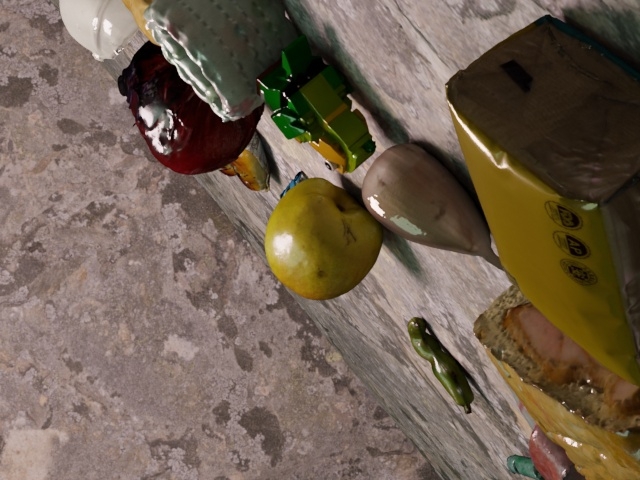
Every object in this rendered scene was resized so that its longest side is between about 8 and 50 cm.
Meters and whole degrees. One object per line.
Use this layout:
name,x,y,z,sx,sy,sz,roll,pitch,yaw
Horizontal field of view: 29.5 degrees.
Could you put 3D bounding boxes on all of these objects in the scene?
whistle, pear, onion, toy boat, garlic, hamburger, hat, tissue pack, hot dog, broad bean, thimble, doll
whistle,0.391,0.426,2.275,0.039,0.039,0.186,51,171,0
pear,0.000,0.000,2.013,0.200,0.200,0.200,49,171,11
onion,-0.222,-0.246,2.052,0.281,0.221,0.281,38,134,54
toy boat,0.335,0.272,1.838,0.206,0.096,0.282,39,-168,-47
garlic,0.147,-0.031,1.490,0.266,0.148,0.128,49,136,36
hamburger,0.306,0.156,1.220,0.209,0.162,0.330,52,169,-24
hat,-0.444,-0.494,2.264,0.301,0.168,0.258,54,170,-21
tissue pack,0.219,-0.026,0.990,0.192,0.134,0.271,44,168,41
hot dog,-0.167,-0.179,2.450,0.162,0.082,0.270,47,169,16
broad bean,0.227,0.232,2.263,0.213,0.048,0.070,55,172,-5
thimble,-0.125,-0.273,1.657,0.211,0.149,0.185,54,168,-22
doll,-0.001,-0.171,1.585,0.186,0.106,0.134,52,159,-10

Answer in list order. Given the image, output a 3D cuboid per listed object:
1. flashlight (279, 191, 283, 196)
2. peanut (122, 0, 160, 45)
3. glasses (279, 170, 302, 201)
flashlight,-0.036,-0.047,2.450,0.129,0.051,0.051,56,171,-2
peanut,-0.269,-0.399,1.968,0.263,0.101,0.117,-126,31,-52
glasses,-0.023,-0.015,2.321,0.207,0.102,0.239,51,171,2
